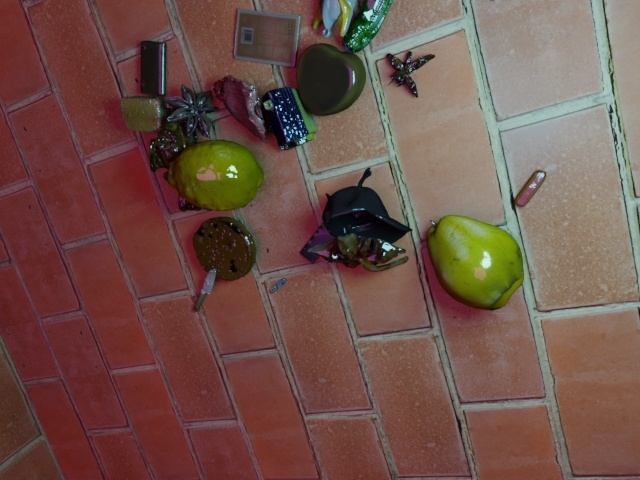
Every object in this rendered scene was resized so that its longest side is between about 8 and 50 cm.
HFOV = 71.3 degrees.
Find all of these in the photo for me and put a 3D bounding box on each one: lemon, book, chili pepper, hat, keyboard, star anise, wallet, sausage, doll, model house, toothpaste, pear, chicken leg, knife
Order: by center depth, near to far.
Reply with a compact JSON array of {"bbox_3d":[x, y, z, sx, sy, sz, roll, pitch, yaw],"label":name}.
[{"bbox_3d":[0.267,-0.544,1.417,0.158,0.144,0.141,17,101,14],"label":"star anise"},{"bbox_3d":[0.072,-0.810,1.427,0.145,0.103,0.316,27,106,14],"label":"doll"},{"bbox_3d":[0.679,-0.170,1.439,0.041,0.039,0.131,36,112,14],"label":"sausage"},{"bbox_3d":[0.154,-0.715,1.443,0.098,0.061,0.224,26,107,-24],"label":"chili pepper"},{"bbox_3d":[0.485,0.071,1.452,0.336,0.285,0.285,21,111,28],"label":"pear"},{"bbox_3d":[-0.133,-0.413,1.547,0.170,0.211,0.194,-16,101,19],"label":"model house"},{"bbox_3d":[0.139,0.047,1.560,0.292,0.349,0.109,1,77,36],"label":"star anise"},{"bbox_3d":[0.159,-0.115,1.575,0.336,0.209,0.238,11,154,-19],"label":"hat"},{"bbox_3d":[-0.191,-0.718,1.582,0.241,0.018,0.170,14,110,14],"label":"book"},{"bbox_3d":[-0.284,-0.499,1.598,0.286,0.107,0.237,40,153,31],"label":"hat"},{"bbox_3d":[-0.378,-0.239,1.625,0.316,0.285,0.285,20,118,-35],"label":"lemon"},{"bbox_3d":[-0.490,-0.485,1.665,0.196,0.073,0.212,18,70,-19],"label":"star anise"},{"bbox_3d":[-0.557,-0.281,1.723,0.140,0.211,0.361,14,109,48],"label":"chicken leg"},{"bbox_3d":[0.000,-0.001,1.724,0.074,0.015,0.196,38,113,1],"label":"keyboard"},{"bbox_3d":[-0.651,-0.670,1.740,0.110,0.031,0.198,12,108,15],"label":"wallet"},{"bbox_3d":[-0.172,0.184,1.830,0.083,0.017,0.020,-41,90,23],"label":"toothpaste"},{"bbox_3d":[-0.491,0.214,1.912,0.047,0.017,0.298,33,125,5],"label":"knife"}]

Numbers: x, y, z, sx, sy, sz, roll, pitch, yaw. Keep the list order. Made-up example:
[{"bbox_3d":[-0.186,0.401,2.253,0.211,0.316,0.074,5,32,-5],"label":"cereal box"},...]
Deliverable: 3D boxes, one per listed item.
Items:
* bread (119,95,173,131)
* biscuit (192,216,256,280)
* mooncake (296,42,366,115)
[{"bbox_3d":[-0.681,-0.499,1.760,0.196,0.102,0.138,7,105,19],"label":"bread"},{"bbox_3d":[-0.387,0.032,1.823,0.296,0.075,0.296,9,113,22],"label":"biscuit"},{"bbox_3d":[0.031,-0.533,1.504,0.234,0.117,0.235,13,118,26],"label":"mooncake"}]
